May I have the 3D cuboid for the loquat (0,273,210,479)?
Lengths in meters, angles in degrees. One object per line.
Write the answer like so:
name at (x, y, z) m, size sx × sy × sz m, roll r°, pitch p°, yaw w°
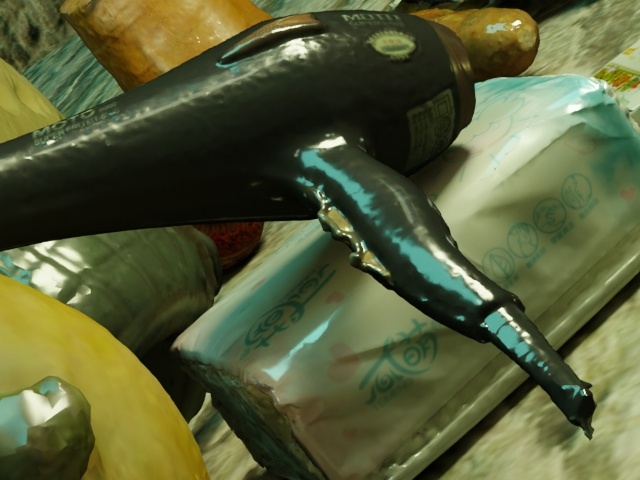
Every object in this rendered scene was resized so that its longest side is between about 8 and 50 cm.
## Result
loquat at (-0.194, 0.152, 0.878) m, size 0.359 × 0.328 × 0.328 m, roll -47°, pitch 4°, yaw 48°

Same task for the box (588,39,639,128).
box at (0.234, -0.115, 1.278) m, size 0.220 × 0.032 × 0.122 m, roll -38°, pitch 16°, yaw -2°

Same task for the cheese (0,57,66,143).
cheese at (-0.359, -0.104, 2.121) m, size 0.104 × 0.384 × 0.384 m, roll -39°, pitch 15°, yaw 11°

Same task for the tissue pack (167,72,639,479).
tissue pack at (0.060, 0.024, 1.107) m, size 0.271 × 0.124 × 0.201 m, roll -42°, pitch 13°, yaw -14°

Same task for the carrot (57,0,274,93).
carrot at (-0.121, -0.193, 1.886) m, size 0.196 × 0.254 × 0.196 m, roll -39°, pitch 14°, yaw 12°

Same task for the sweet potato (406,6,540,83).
sweet potato at (0.064, -0.148, 1.625) m, size 0.354 × 0.095 × 0.106 m, roll -24°, pitch 61°, yaw 50°

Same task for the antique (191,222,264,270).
antique at (-0.098, -0.020, 1.621) m, size 0.104 × 0.104 × 0.104 m, roll -35°, pitch 16°, yaw 11°

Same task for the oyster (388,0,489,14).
oyster at (0.179, -0.266, 1.705) m, size 0.351 × 0.115 × 0.238 m, roll -33°, pitch 24°, yaw 33°

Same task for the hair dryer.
hair dryer at (0.000, 0.000, 0.910) m, size 0.304 × 0.120 × 0.359 m, roll -16°, pitch 35°, yaw -26°

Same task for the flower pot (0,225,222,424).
flower pot at (-0.201, 0.081, 1.205) m, size 0.302 × 0.213 × 0.302 m, roll -59°, pitch -15°, yaw -26°
